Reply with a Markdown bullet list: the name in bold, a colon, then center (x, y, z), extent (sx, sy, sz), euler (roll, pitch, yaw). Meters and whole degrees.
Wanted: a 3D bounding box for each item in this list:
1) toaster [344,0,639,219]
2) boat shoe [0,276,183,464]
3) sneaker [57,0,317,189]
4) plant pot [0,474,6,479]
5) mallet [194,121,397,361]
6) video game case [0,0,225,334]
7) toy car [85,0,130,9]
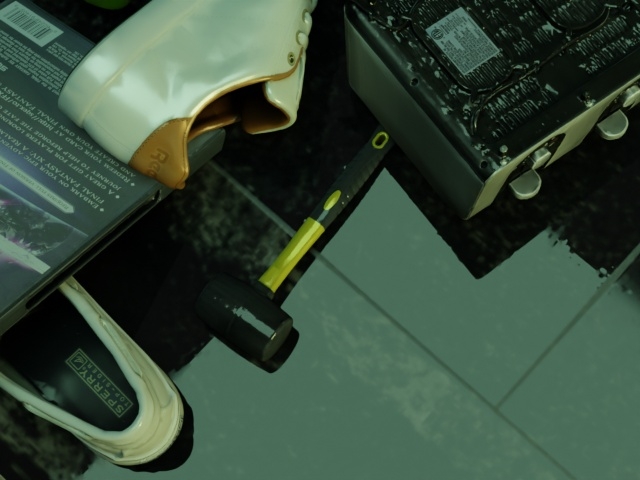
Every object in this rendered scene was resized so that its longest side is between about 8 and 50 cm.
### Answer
- **toaster**: center (0.114, -0.127, 0.861), extent (0.168, 0.110, 0.185), euler (-34, 73, -13)
- **boat shoe**: center (-0.204, 0.047, 0.855), extent (0.096, 0.088, 0.267), euler (-45, 75, -8)
- **sneaker**: center (-0.036, -0.147, 0.893), extent (0.123, 0.106, 0.290), euler (43, 72, 2)
- **plant pot**: center (-0.220, 0.210, 0.767), extent (0.167, 0.165, 0.166), euler (-1, 74, 4)
- **mallet**: center (0.000, 0.000, 0.882), extent (0.062, 0.039, 0.190), euler (42, 77, 15)
- **video game case**: center (-0.221, -0.048, 0.853), extent (0.196, 0.026, 0.274), euler (34, 51, 14)
- **toy car**: center (-0.206, -0.267, 0.954), extent (0.188, 0.149, 0.155), euler (7, 68, 37)
